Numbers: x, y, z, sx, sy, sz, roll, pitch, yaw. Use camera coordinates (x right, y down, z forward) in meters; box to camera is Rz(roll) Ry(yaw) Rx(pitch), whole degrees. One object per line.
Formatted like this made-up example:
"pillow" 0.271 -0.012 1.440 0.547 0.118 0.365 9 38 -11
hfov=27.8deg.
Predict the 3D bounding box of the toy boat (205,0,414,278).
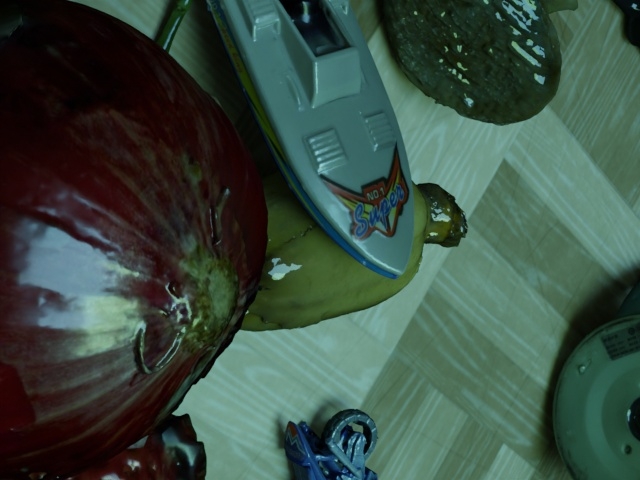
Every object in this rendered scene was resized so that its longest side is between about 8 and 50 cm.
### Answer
"toy boat" 0.009 -0.104 1.099 0.129 0.088 0.295 -22 87 -35

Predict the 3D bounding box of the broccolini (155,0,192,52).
"broccolini" -0.136 -0.114 1.089 0.052 0.054 0.194 2 101 -23

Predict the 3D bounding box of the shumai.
"shumai" 0.162 -0.227 1.266 0.209 0.161 0.153 46 47 -17

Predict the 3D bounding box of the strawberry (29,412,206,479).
"strawberry" -0.212 0.255 1.014 0.288 0.238 0.250 -33 93 -21

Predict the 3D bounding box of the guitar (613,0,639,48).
"guitar" 0.357 -0.271 1.479 0.271 0.038 0.083 28 83 -43

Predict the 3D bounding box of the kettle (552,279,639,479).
"kettle" 0.475 0.181 1.618 0.342 0.247 0.319 5 74 -50

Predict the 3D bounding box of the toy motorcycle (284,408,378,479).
"toy motorcycle" 0.007 0.271 1.318 0.114 0.076 0.205 -8 108 -33

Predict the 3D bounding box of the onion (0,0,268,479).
"onion" -0.201 -0.004 0.873 0.341 0.341 0.341 -14 112 -38

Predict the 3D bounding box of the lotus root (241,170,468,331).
"lotus root" -0.002 0.001 1.181 0.303 0.131 0.146 -17 129 -38
